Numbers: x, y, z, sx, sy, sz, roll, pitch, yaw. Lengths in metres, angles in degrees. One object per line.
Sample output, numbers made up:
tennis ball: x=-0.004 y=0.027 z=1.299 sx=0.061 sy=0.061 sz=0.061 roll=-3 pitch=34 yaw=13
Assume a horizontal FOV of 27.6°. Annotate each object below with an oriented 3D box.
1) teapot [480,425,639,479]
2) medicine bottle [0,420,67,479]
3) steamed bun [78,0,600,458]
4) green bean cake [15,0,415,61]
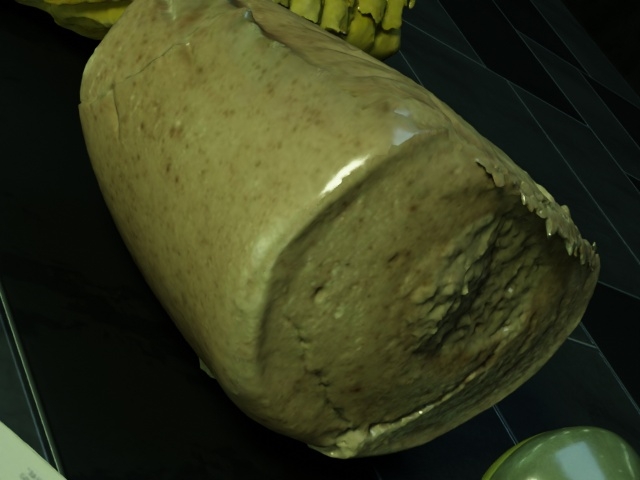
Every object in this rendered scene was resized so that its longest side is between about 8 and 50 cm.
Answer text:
teapot: x=0.159 y=0.189 z=0.756 sx=0.119 sy=0.130 sz=0.166 roll=25 pitch=-33 yaw=54
medicine bottle: x=-0.135 y=0.126 z=0.452 sx=0.201 sy=0.052 sz=0.171 roll=43 pitch=22 yaw=-6
steamed bun: x=0.000 y=0.000 z=0.738 sx=0.251 sy=0.199 sz=0.301 roll=39 pitch=7 yaw=36
green bean cake: x=-0.069 y=-0.189 z=0.897 sx=0.229 sy=0.131 sz=0.224 roll=6 pitch=-1 yaw=30
